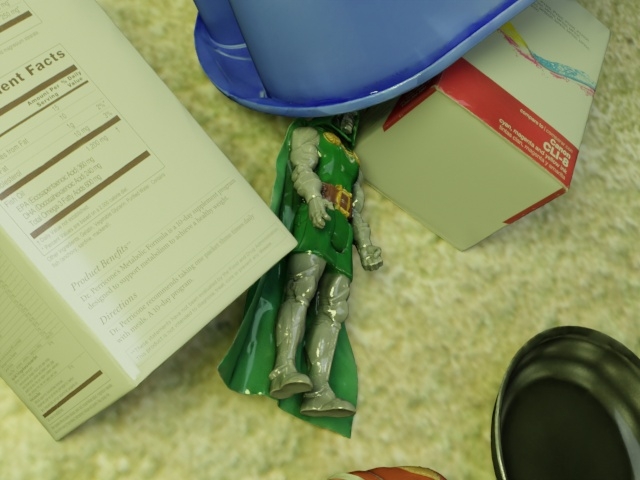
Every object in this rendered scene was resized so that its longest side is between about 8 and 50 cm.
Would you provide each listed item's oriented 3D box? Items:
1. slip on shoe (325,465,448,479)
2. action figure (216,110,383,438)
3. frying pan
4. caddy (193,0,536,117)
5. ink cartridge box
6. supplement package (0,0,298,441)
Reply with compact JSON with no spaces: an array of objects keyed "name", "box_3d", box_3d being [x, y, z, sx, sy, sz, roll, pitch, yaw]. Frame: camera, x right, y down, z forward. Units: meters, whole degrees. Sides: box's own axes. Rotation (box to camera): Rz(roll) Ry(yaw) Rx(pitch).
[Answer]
[{"name":"slip on shoe","box_3d":[0.099,0.282,0.626,0.101,0.123,0.331,-16,73,-40]},{"name":"action figure","box_3d":[0.000,0.000,0.713,0.137,0.063,0.232,39,47,-47]},{"name":"frying pan","box_3d":[0.251,0.191,0.802,0.326,0.053,0.197,31,55,-20]},{"name":"caddy","box_3d":[0.050,-0.228,0.715,0.341,0.179,0.241,-36,48,-3]},{"name":"ink cartridge box","box_3d":[0.122,-0.111,0.812,0.127,0.128,0.176,34,55,-15]},{"name":"supplement package","box_3d":[-0.159,-0.034,0.590,0.244,0.139,0.134,51,53,-4]}]
